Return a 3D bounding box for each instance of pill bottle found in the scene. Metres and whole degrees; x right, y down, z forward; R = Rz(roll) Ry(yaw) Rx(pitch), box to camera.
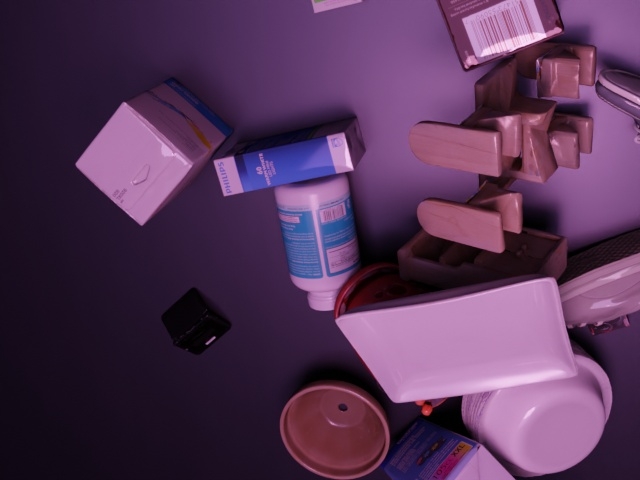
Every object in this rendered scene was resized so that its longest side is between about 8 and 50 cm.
[{"bbox_3d":[0.000,0.000,1.595,0.146,0.146,0.264,-4,111,15],"label":"pill bottle"}]

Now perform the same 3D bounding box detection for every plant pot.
[{"bbox_3d":[0.133,0.151,1.554,0.174,0.191,0.191,47,125,41],"label":"plant pot"},{"bbox_3d":[0.040,0.390,1.766,0.237,0.110,0.237,5,112,12],"label":"plant pot"}]

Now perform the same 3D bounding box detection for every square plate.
[{"bbox_3d":[0.241,0.169,1.380,0.347,0.049,0.344,-12,143,17],"label":"square plate"}]

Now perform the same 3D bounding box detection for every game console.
[{"bbox_3d":[-0.277,0.182,1.811,0.107,0.071,0.122,31,121,-34],"label":"game console"}]

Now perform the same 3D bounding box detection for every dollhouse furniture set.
[{"bbox_3d":[0.271,-0.106,1.385,0.256,0.362,0.394,15,130,34],"label":"dollhouse furniture set"}]

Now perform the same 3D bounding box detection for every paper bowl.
[{"bbox_3d":[0.428,0.331,1.571,0.284,0.148,0.284,-6,115,-12],"label":"paper bowl"}]

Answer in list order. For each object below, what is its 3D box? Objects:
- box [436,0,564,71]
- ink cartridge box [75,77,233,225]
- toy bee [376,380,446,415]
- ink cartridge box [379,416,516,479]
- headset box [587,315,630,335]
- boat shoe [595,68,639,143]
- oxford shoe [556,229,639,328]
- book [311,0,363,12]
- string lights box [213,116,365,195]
[{"bbox_3d":[0.289,-0.397,1.330,0.168,0.203,0.167,-20,106,20],"label":"box"},{"bbox_3d":[-0.310,-0.175,1.548,0.168,0.232,0.171,42,115,-6],"label":"ink cartridge box"},{"bbox_3d":[0.252,0.287,1.646,0.195,0.162,0.298,36,115,-5],"label":"toy bee"},{"bbox_3d":[0.287,0.518,1.656,0.151,0.395,0.270,-45,96,-10],"label":"ink cartridge box"},{"bbox_3d":[0.558,0.143,1.583,0.083,0.032,0.062,-19,106,21],"label":"headset box"},{"bbox_3d":[0.588,-0.185,1.380,0.319,0.116,0.099,23,128,-13],"label":"boat shoe"},{"bbox_3d":[0.460,0.111,1.524,0.449,0.169,0.130,-21,106,15],"label":"oxford shoe"},{"bbox_3d":[0.017,-0.489,1.453,0.096,0.035,0.144,-8,110,20],"label":"book"},{"bbox_3d":[-0.056,-0.161,1.548,0.260,0.133,0.076,-10,108,18],"label":"string lights box"}]
